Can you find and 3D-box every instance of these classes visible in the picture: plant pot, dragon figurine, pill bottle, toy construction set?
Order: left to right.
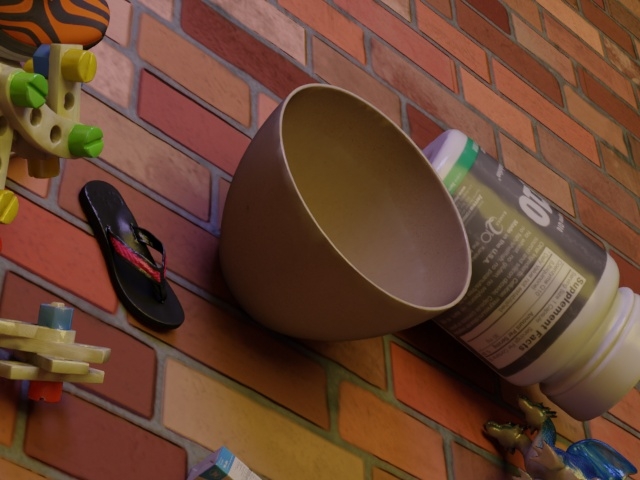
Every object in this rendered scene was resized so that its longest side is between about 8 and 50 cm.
[{"bbox_3d":[-0.277,-0.022,1.233,0.215,0.151,0.328,11,73,-66],"label":"toy construction set"},{"bbox_3d":[0.000,0.000,1.556,0.284,0.191,0.284,33,36,-28],"label":"plant pot"},{"bbox_3d":[0.236,0.048,1.764,0.361,0.204,0.204,39,33,-7],"label":"pill bottle"},{"bbox_3d":[0.316,0.288,1.693,0.289,0.085,0.144,34,20,18],"label":"dragon figurine"}]

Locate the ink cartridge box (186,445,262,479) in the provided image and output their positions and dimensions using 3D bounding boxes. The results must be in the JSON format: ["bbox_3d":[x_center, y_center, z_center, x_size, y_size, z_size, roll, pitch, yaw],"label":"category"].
[{"bbox_3d":[-0.081,0.239,1.348,0.083,0.048,0.028,43,33,-14],"label":"ink cartridge box"}]

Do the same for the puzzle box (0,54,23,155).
[{"bbox_3d":[-0.427,-0.233,1.296,0.409,0.052,0.272,62,32,-5],"label":"puzzle box"}]

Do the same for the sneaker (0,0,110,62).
[{"bbox_3d":[-0.279,-0.272,1.322,0.321,0.180,0.125,18,55,-51],"label":"sneaker"}]

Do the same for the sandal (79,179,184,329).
[{"bbox_3d":[-0.188,0.009,1.445,0.067,0.040,0.179,-9,66,-56],"label":"sandal"}]
